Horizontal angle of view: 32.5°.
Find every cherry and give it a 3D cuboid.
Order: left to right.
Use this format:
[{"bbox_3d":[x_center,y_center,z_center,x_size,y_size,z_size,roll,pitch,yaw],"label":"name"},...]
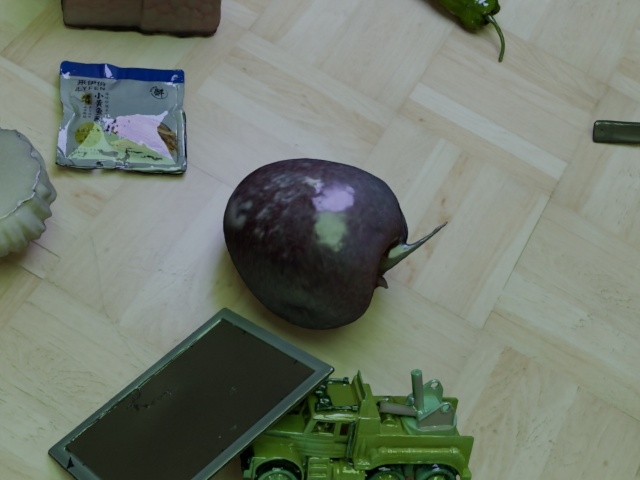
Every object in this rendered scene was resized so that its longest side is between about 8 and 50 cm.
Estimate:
[{"bbox_3d":[0.000,0.000,1.339,0.266,0.184,0.213,21,48,18],"label":"cherry"}]

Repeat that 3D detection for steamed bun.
[{"bbox_3d":[-0.408,-0.052,1.322,0.182,0.106,0.183,7,55,-10],"label":"steamed bun"}]

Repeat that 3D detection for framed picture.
[{"bbox_3d":[-0.145,0.191,1.211,0.273,0.016,0.216,-38,37,-23],"label":"framed picture"}]

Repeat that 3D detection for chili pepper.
[{"bbox_3d":[0.221,-0.371,1.676,0.204,0.073,0.072,36,45,8],"label":"chili pepper"}]

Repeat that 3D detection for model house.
[{"bbox_3d":[-0.244,-0.433,1.505,0.237,0.237,0.202,3,61,-11],"label":"model house"}]

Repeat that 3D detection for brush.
[{"bbox_3d":[0.496,-0.160,1.635,0.190,0.027,0.034,1,96,-6],"label":"brush"}]

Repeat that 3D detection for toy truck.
[{"bbox_3d":[0.037,0.203,1.232,0.259,0.135,0.128,-1,30,-9],"label":"toy truck"}]

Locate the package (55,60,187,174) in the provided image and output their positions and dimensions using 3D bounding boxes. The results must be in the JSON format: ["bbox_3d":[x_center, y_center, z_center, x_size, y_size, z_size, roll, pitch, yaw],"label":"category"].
[{"bbox_3d":[-0.265,-0.165,1.466,0.171,0.027,0.173,1,63,-12],"label":"package"}]
